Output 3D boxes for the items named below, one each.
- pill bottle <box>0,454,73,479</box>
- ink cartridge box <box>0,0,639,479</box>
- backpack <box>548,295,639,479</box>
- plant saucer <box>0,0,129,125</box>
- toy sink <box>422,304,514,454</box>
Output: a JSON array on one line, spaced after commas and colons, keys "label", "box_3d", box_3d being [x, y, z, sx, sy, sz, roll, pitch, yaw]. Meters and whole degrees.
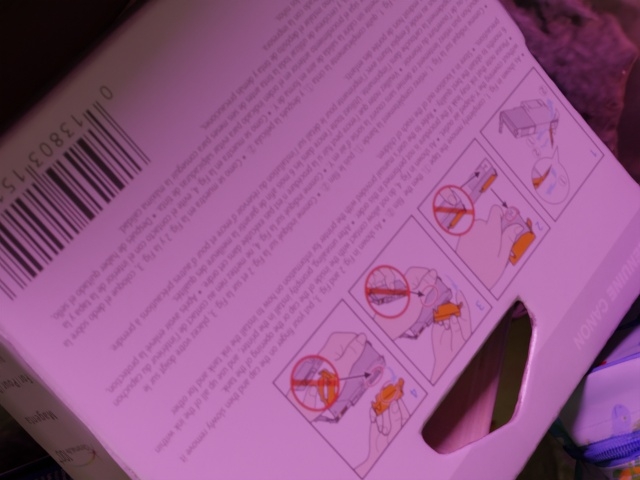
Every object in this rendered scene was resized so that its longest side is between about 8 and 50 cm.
[{"label": "pill bottle", "box_3d": [-0.120, 0.171, 0.852, 0.219, 0.123, 0.123, -21, 134, -4]}, {"label": "ink cartridge box", "box_3d": [0.000, 0.000, 0.622, 0.239, 0.060, 0.275, 50, 58, -14]}, {"label": "backpack", "box_3d": [0.244, 0.097, 0.763, 0.290, 0.355, 0.273, -16, 113, 28]}, {"label": "plant saucer", "box_3d": [-0.091, -0.150, 0.522, 0.041, 0.278, 0.278, 31, 120, 6]}, {"label": "toy sink", "box_3d": [0.013, 0.033, 0.750, 0.131, 0.234, 0.153, 20, 139, -2]}]
